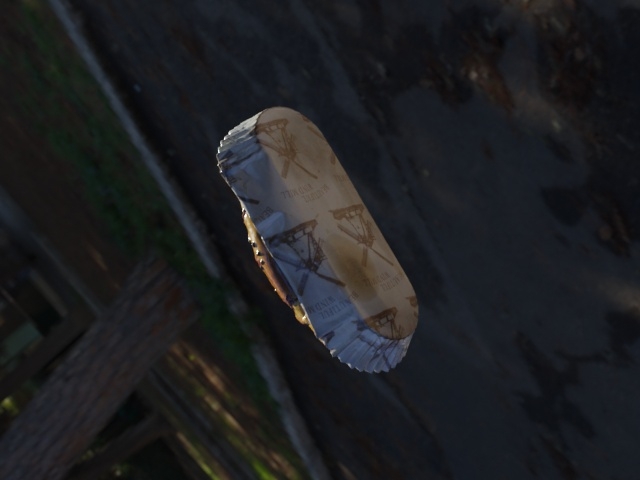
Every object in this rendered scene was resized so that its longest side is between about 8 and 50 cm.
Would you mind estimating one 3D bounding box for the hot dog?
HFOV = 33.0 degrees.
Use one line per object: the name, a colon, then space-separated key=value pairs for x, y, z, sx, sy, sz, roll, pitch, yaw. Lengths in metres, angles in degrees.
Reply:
hot dog: x=0.000 y=0.000 z=0.708 sx=0.053 sy=0.099 sz=0.192 roll=-36 pitch=85 yaw=45
